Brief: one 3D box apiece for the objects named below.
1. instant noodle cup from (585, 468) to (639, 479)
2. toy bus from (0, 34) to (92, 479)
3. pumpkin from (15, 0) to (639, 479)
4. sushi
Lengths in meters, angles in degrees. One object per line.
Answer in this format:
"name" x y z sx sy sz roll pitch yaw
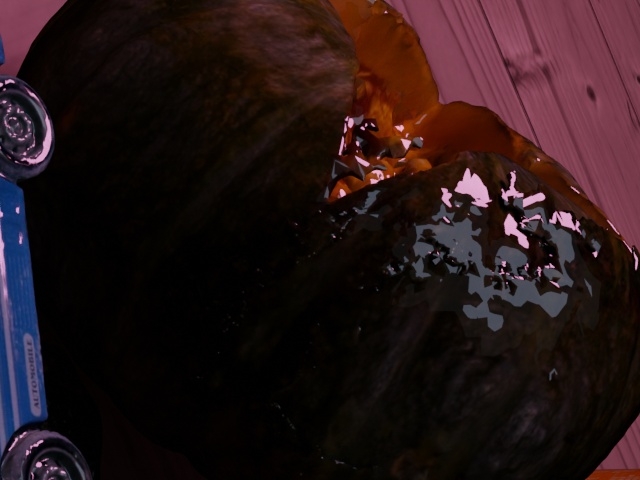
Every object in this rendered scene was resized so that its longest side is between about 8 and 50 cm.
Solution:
"instant noodle cup" 0.153 0.221 1.026 0.216 0.172 0.215 27 57 -51
"toy bus" -0.172 0.034 0.648 0.134 0.113 0.246 10 66 -52
"pumpkin" 0.000 0.000 0.818 0.320 0.192 0.320 38 13 -10
"sushi" -0.131 0.085 0.753 0.083 0.056 0.084 32 45 -59
